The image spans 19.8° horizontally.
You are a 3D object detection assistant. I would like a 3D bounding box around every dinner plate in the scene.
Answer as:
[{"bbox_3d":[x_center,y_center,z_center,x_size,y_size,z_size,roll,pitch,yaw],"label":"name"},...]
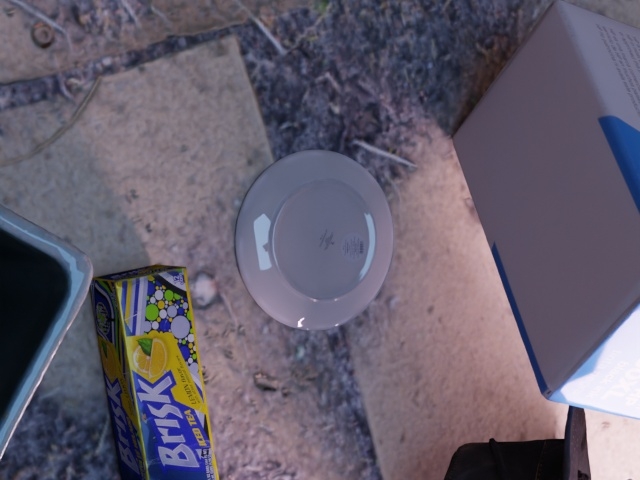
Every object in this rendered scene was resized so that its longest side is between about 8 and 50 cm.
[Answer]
[{"bbox_3d":[0.000,0.000,1.423,0.141,0.017,0.141,-2,94,-30],"label":"dinner plate"}]

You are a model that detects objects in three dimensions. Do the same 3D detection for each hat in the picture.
[{"bbox_3d":[0.145,0.256,1.422,0.134,0.331,0.331,-3,94,9],"label":"hat"}]

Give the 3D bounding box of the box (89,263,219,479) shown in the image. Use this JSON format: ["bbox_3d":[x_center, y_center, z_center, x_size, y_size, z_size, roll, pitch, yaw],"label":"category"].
[{"bbox_3d":[-0.121,0.105,1.339,0.059,0.054,0.169,-12,97,-28],"label":"box"}]

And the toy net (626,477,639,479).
[{"bbox_3d":[0.255,0.295,1.485,0.232,0.045,0.122,71,18,-46],"label":"toy net"}]

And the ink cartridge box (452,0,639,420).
[{"bbox_3d":[0.334,0.008,1.442,0.395,0.285,0.166,15,130,-28],"label":"ink cartridge box"}]

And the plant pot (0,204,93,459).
[{"bbox_3d":[-0.332,0.059,1.109,0.247,0.252,0.248,31,78,-25],"label":"plant pot"}]
